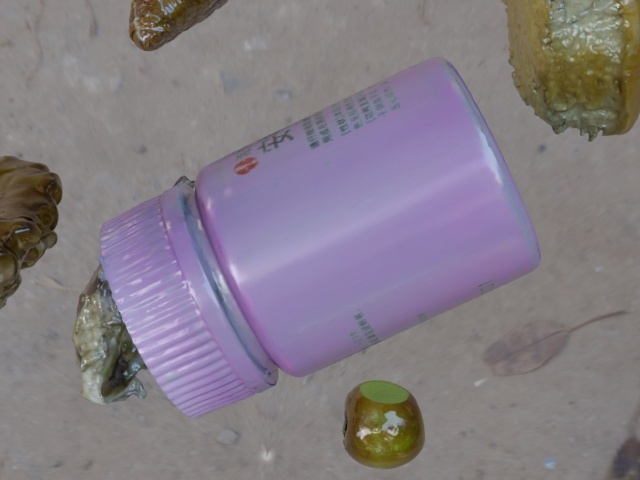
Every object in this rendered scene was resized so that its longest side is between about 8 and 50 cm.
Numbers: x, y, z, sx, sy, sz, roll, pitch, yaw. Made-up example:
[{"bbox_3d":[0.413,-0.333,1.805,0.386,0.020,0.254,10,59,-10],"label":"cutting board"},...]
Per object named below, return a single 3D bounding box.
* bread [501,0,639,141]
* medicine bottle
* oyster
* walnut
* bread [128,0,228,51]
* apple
[{"bbox_3d":[0.245,-0.215,1.240,0.121,0.174,0.245,1,36,0],"label":"bread"},{"bbox_3d":[0.000,0.000,0.965,0.291,0.178,0.178,-25,82,6],"label":"medicine bottle"},{"bbox_3d":[-0.210,0.055,1.536,0.100,0.271,0.275,-2,84,21],"label":"oyster"},{"bbox_3d":[-0.235,0.005,0.826,0.143,0.170,0.069,-11,116,9],"label":"walnut"},{"bbox_3d":[-0.148,-0.276,1.408,0.076,0.105,0.233,47,37,-6],"label":"bread"},{"bbox_3d":[0.078,0.230,1.601,0.102,0.114,0.099,4,109,-4],"label":"apple"}]
